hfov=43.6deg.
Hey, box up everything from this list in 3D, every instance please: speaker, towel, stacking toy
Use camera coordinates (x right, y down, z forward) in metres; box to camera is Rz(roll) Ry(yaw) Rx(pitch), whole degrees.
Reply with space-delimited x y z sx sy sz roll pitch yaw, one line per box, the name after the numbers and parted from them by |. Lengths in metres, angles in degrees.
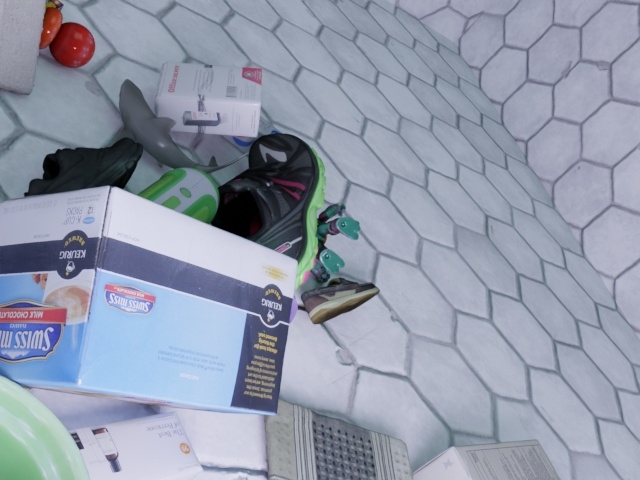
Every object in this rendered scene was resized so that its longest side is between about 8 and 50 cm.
-0.281 -0.030 1.373 0.131 0.131 0.296 43 29 -3 | speaker
0.038 0.428 1.284 0.312 0.056 0.324 25 37 -26 | towel
-0.583 -0.447 1.535 0.330 0.141 0.141 29 33 -34 | stacking toy
-0.582 -0.413 1.420 0.187 0.049 0.282 11 80 -43 | towel

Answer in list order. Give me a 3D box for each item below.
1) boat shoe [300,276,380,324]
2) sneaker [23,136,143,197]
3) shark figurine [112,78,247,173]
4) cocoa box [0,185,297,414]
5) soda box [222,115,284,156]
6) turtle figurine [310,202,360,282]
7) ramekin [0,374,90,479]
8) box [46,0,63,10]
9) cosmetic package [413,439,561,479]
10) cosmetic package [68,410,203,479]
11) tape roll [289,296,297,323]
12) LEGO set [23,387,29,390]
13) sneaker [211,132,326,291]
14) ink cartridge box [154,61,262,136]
0.043 0.110 1.651 0.224 0.080 0.073 -16 70 -52 | boat shoe
-0.399 -0.119 1.370 0.130 0.109 0.286 33 29 -8 | sneaker
-0.289 -0.199 1.575 0.278 0.116 0.166 37 46 -19 | shark figurine
-0.230 0.095 1.043 0.347 0.232 0.227 24 68 -51 | cocoa box
-0.143 -0.234 1.861 0.216 0.074 0.069 37 30 -13 | soda box
0.000 0.000 1.685 0.118 0.175 0.234 10 1 -19 | turtle figurine
-0.400 0.285 0.800 0.303 0.148 0.303 31 32 -22 | ramekin
-0.605 -0.494 1.660 0.094 0.027 0.137 38 29 -13 | box
0.321 0.470 1.491 0.296 0.129 0.153 13 44 -44 | cosmetic package
-0.274 0.292 1.039 0.239 0.060 0.099 1 51 -51 | cosmetic package
-0.138 0.105 1.317 0.189 0.189 0.080 12 44 -44 | tape roll
-0.397 0.211 1.026 0.054 0.023 0.083 20 37 -36 | LEGO set
-0.111 -0.087 1.605 0.202 0.185 0.482 34 29 -26 | sneaker
-0.238 -0.304 1.720 0.218 0.092 0.158 5 39 -6 | ink cartridge box
